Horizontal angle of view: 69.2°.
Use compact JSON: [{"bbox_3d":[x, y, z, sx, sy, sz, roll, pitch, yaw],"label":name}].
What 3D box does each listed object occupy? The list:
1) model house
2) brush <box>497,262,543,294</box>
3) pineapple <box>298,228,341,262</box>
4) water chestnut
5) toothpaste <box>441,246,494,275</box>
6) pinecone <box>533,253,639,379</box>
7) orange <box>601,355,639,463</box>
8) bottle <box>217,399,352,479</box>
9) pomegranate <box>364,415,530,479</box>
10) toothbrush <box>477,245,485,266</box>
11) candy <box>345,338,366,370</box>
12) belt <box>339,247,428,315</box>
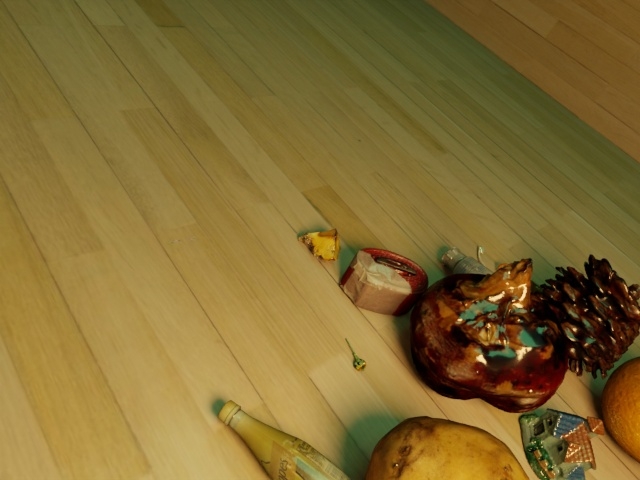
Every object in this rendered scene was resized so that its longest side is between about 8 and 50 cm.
[{"bbox_3d":[0.520,0.419,0.975,0.120,0.148,0.148,21,41,-6],"label":"model house"},{"bbox_3d":[0.654,0.163,1.344,0.314,0.090,0.017,36,17,17],"label":"brush"},{"bbox_3d":[0.000,0.000,1.172,0.114,0.077,0.114,11,40,1],"label":"pineapple"},{"bbox_3d":[0.364,0.188,0.985,0.336,0.346,0.335,11,37,-8],"label":"water chestnut"},{"bbox_3d":[0.437,0.126,1.216,0.073,0.114,0.299,36,10,-46],"label":"toothpaste"},{"bbox_3d":[0.652,0.195,1.164,0.242,0.295,0.298,38,7,29],"label":"pinecone"},{"bbox_3d":[0.795,0.392,1.057,0.275,0.274,0.274,14,44,-14],"label":"orange"},{"bbox_3d":[-0.061,0.366,0.780,0.270,0.083,0.083,33,43,12],"label":"bottle"},{"bbox_3d":[0.196,0.423,0.726,0.282,0.281,0.281,14,44,-14],"label":"pomegranate"},{"bbox_3d":[0.479,0.087,1.368,0.022,0.017,0.204,8,42,7],"label":"toothbrush"},{"bbox_3d":[0.073,0.247,1.009,0.023,0.025,0.083,24,24,-48],"label":"candy"},{"bbox_3d":[0.159,0.094,1.121,0.201,0.124,0.128,16,42,-14],"label":"belt"}]
